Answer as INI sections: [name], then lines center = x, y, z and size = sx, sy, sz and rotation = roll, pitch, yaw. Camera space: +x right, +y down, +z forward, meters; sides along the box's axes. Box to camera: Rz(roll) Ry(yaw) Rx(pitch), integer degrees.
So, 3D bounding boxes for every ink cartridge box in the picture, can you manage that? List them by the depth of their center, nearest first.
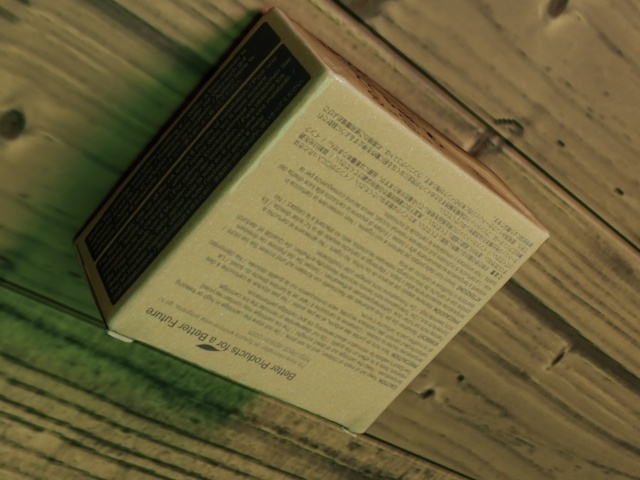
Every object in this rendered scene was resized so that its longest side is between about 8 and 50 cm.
[ink cartridge box]
center = 0.000, 0.000, 0.716
size = 0.193, 0.088, 0.234
rotation = -47, 135, 13
